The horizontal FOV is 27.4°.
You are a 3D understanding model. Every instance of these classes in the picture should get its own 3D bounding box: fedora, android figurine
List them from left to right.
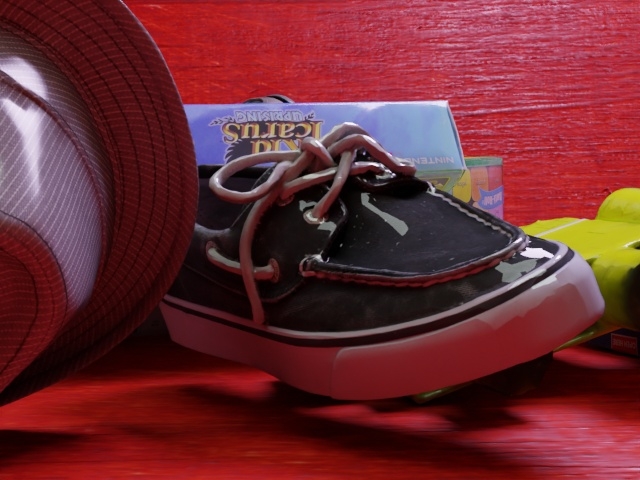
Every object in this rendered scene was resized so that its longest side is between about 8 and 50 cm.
[{"bbox_3d":[-0.187,0.006,0.536,0.275,0.244,0.124,-9,32,-1],"label":"fedora"},{"bbox_3d":[0.100,0.030,0.756,0.248,0.056,0.273,-19,8,-9],"label":"android figurine"}]

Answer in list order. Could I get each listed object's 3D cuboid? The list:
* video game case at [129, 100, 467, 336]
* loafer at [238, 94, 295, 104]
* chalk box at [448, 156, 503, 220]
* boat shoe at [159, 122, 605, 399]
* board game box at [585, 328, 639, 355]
[{"bbox_3d":[-0.068,-0.009,0.910,0.269,0.061,0.244,-3,-25,-18],"label":"video game case"},{"bbox_3d":[-0.115,-0.015,1.027,0.267,0.096,0.084,-41,-21,32],"label":"loafer"},{"bbox_3d":[0.074,-0.005,1.108,0.213,0.132,0.132,0,4,36],"label":"chalk box"},{"bbox_3d":[0.003,-0.002,0.631,0.113,0.105,0.306,-26,16,-25],"label":"boat shoe"},{"bbox_3d":[0.264,0.037,0.888,0.194,0.060,0.194,-1,3,-20],"label":"board game box"}]
